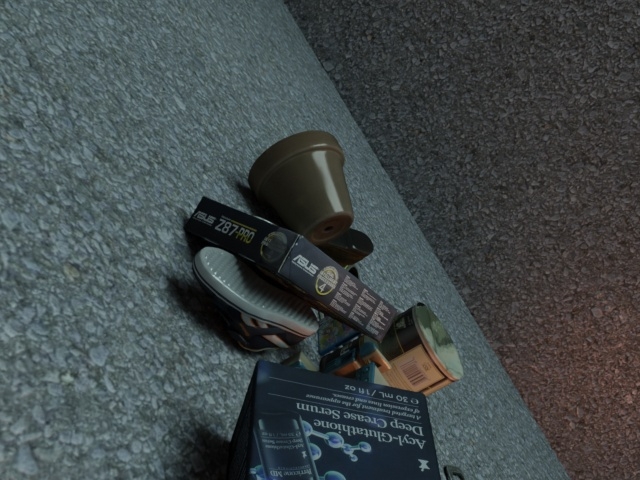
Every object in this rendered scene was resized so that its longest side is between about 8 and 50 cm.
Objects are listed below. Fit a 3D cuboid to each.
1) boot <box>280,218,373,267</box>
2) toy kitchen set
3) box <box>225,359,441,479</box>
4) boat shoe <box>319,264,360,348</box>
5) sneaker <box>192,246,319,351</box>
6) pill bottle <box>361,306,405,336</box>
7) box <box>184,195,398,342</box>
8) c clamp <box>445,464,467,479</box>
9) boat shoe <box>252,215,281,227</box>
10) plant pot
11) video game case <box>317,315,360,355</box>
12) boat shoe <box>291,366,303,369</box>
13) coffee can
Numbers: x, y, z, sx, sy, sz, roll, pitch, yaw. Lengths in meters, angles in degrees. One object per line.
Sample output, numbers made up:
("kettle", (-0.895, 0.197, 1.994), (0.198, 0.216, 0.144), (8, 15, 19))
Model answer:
("boot", (0.000, 0.000, 2.148), (0.305, 0.115, 0.112), (24, 41, -28))
("toy kitchen set", (0.027, 0.292, 1.549), (0.122, 0.207, 0.166), (51, 22, -18))
("box", (0.011, 0.405, 1.120), (0.293, 0.212, 0.395), (13, 32, -10))
("boat shoe", (0.063, 0.168, 2.017), (0.109, 0.091, 0.305), (49, 20, -24))
("sneaker", (-0.150, 0.135, 1.486), (0.321, 0.127, 0.126), (37, 26, -36))
("pill bottle", (0.253, 0.310, 2.164), (0.283, 0.161, 0.161), (37, 27, -46))
("box", (-0.058, 0.065, 1.624), (0.318, 0.097, 0.395), (25, -9, 44))
("c clamp", (0.406, 0.701, 2.141), (0.160, 0.022, 0.137), (37, 27, -48))
("boat shoe", (-0.090, 0.019, 1.884), (0.267, 0.096, 0.088), (27, 39, -42))
("plant pot", (-0.029, -0.116, 1.958), (0.263, 0.263, 0.229), (24, 35, -59))
("video game case", (0.064, 0.201, 1.848), (0.015, 0.166, 0.119), (48, 21, -28))
("boat shoe", (0.008, 0.391, 1.518), (0.302, 0.113, 0.103), (46, 40, -19))
("coffee can", (0.167, 0.299, 1.782), (0.201, 0.275, 0.201), (49, 20, -25))
